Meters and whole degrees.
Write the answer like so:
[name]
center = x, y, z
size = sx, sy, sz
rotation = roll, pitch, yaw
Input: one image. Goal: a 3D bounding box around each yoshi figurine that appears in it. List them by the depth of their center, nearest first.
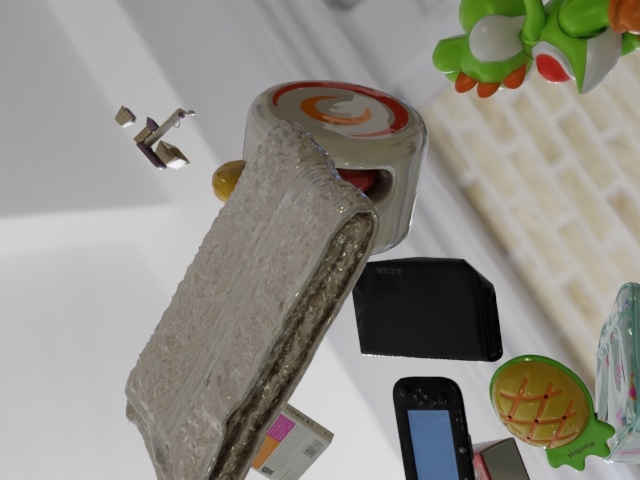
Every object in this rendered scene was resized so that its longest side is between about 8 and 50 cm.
[yoshi figurine]
center = 0.325, -0.324, 2.232
size = 0.203, 0.362, 0.204
rotation = -44, -62, -50

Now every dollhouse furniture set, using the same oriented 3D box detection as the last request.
[dollhouse furniture set]
center = -0.192, -0.147, 2.022
size = 0.091, 0.081, 0.114
rotation = 48, -172, 13

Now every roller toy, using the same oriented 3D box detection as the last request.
[roller toy]
center = 0.010, -0.071, 1.657
size = 0.191, 0.146, 0.209
rotation = 24, -150, 28

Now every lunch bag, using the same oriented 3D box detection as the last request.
[lunch bag]
center = 0.450, 0.185, 2.202
size = 0.279, 0.107, 0.224
rotation = 96, 174, -68

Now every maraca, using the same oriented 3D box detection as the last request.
[maraca]
center = 0.300, 0.224, 2.051
size = 0.186, 0.127, 0.099
rotation = 48, -148, -11

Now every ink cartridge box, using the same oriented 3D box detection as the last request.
[ink cartridge box]
center = 0.234, 0.369, 2.345
size = 0.072, 0.175, 0.127
rotation = -21, -91, -32

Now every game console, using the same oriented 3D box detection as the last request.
[game console]
center = 0.153, 0.198, 2.079
size = 0.044, 0.213, 0.361
rotation = -20, -76, -47

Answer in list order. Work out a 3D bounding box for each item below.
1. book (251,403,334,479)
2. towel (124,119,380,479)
[book]
center = -0.069, 0.221, 1.846
size = 0.144, 0.096, 0.035
rotation = 35, -148, -7
[towel]
center = -0.061, 0.057, 1.191
size = 0.049, 0.282, 0.187
rotation = 21, -164, -29
